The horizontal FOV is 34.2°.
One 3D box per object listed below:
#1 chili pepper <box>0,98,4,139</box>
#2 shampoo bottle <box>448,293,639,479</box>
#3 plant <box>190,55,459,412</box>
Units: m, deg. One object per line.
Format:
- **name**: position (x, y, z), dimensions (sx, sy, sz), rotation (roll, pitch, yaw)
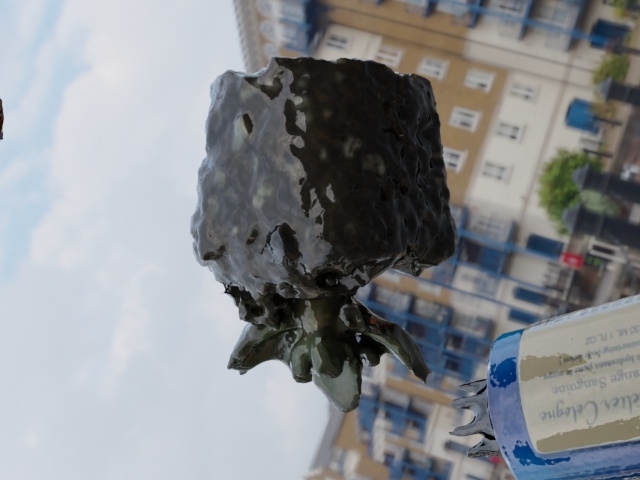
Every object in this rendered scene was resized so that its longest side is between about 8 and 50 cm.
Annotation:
- **chili pepper**: position (-0.245, -0.036, 0.558), dimensions (0.192, 0.084, 0.086), rotation (-52, -29, -66)
- **shampoo bottle**: position (0.143, 0.077, 0.521), dimensions (0.050, 0.183, 0.087), rotation (0, -106, -41)
- **plant**: position (0.000, 0.000, 0.951), dimensions (0.213, 0.215, 0.312), rotation (8, -96, -50)
